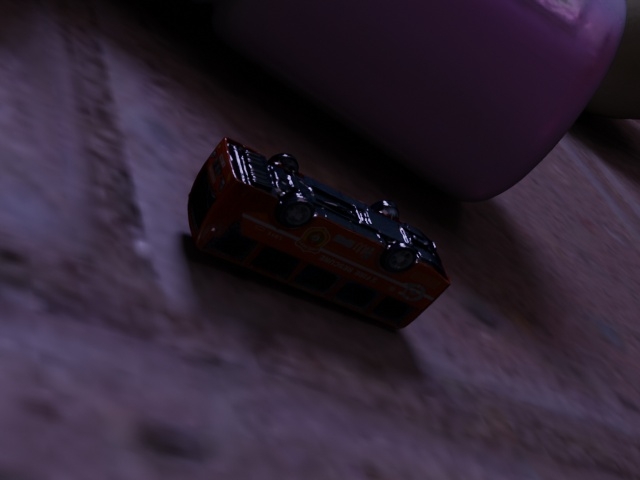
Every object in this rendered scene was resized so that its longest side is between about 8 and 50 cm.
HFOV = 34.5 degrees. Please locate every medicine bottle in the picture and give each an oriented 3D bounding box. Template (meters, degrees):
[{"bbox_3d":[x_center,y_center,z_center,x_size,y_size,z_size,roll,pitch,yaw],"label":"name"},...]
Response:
[{"bbox_3d":[0.023,-0.144,0.552,0.254,0.152,0.152,34,24,-10],"label":"medicine bottle"}]

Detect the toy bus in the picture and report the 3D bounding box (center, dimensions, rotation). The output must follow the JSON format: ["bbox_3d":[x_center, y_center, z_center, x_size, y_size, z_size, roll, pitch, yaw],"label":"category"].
[{"bbox_3d":[0.000,0.000,0.396,0.110,0.043,0.031,24,31,-32],"label":"toy bus"}]

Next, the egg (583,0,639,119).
[{"bbox_3d":[0.302,-0.226,1.002,0.219,0.219,0.269,44,42,15],"label":"egg"}]
